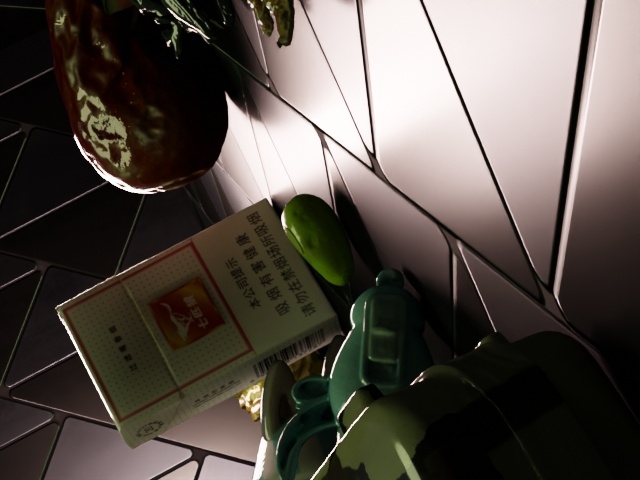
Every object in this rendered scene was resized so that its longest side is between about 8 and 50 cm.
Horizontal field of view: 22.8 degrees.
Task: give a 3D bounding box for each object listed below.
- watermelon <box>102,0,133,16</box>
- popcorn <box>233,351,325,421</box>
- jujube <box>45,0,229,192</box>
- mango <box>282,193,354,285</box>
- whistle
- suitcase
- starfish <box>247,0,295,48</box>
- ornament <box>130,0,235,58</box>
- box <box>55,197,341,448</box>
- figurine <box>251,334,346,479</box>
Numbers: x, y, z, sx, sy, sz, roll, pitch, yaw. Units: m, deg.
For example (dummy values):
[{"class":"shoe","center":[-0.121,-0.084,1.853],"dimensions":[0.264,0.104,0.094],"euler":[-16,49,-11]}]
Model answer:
[{"class":"watermelon","center":[-0.212,-0.321,1.871],"dimensions":[0.094,0.135,0.125],"euler":[26,-176,-21]},{"class":"popcorn","center":[-0.102,0.185,2.571],"dimensions":[0.233,0.192,0.266],"euler":[62,-167,-55]},{"class":"jujube","center":[-0.239,-0.217,2.033],"dimensions":[0.223,0.223,0.318],"euler":[165,85,-83]},{"class":"mango","center":[0.000,0.000,1.675],"dimensions":[0.108,0.056,0.073],"euler":[60,179,-4]},{"class":"whistle","center":[0.056,0.157,1.435],"dimensions":[0.093,0.186,0.273],"euler":[77,-163,-72]},{"class":"suitcase","center":[0.123,0.263,1.011],"dimensions":[0.339,0.194,0.351],"euler":[59,148,21]},{"class":"starfish","center":[-0.077,-0.249,1.255],"dimensions":[0.277,0.062,0.235],"euler":[47,165,58]},{"class":"ornament","center":[-0.168,-0.290,1.672],"dimensions":[0.202,0.080,0.236],"euler":[59,173,-3]},{"class":"box","center":[-0.165,0.113,2.167],"dimensions":[0.210,0.330,0.095],"euler":[59,173,25]},{"class":"figurine","center":[0.059,0.317,2.173],"dimensions":[0.361,0.266,0.377],"euler":[-10,-75,-71]}]
